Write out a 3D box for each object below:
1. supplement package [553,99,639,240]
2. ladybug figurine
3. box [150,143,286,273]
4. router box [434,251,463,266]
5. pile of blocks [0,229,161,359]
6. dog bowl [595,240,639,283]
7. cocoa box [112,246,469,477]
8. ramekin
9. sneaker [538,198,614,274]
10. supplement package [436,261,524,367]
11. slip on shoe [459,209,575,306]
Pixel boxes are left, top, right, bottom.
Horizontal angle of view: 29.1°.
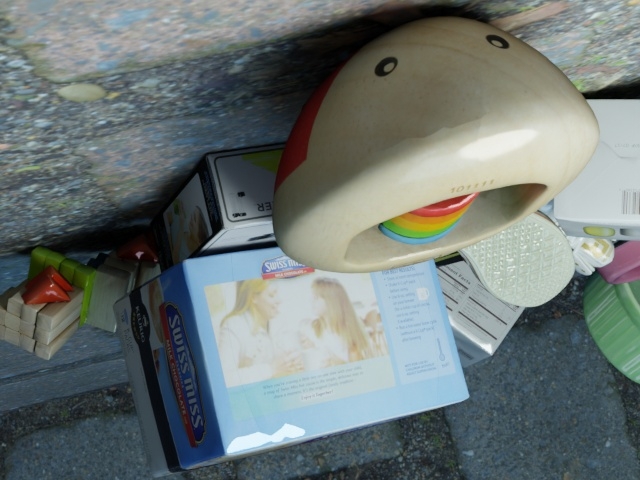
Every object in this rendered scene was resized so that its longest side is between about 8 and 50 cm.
[{"bbox_3d":[0.392,-0.082,1.510,0.194,0.149,0.203,3,175,16],"label":"supplement package"},{"bbox_3d":[0.092,-0.083,1.168,0.305,0.162,0.449,-14,169,-10],"label":"ladybug figurine"},{"bbox_3d":[-0.085,-0.030,1.465,0.169,0.087,0.290,-10,170,-21],"label":"box"},{"bbox_3d":[0.095,0.017,2.009,0.308,0.081,0.243,-15,171,10],"label":"router box"},{"bbox_3d":[-0.276,0.034,1.608,0.362,0.149,0.113,-17,132,-47],"label":"pile of blocks"},{"bbox_3d":[0.596,-0.055,1.986,0.408,0.150,0.408,-19,168,-4],"label":"dog bowl"},{"bbox_3d":[-0.037,0.133,1.509,0.347,0.231,0.228,-8,170,-32],"label":"cocoa box"},{"bbox_3d":[0.621,0.123,2.221,0.303,0.303,0.148,-7,151,-34],"label":"ramekin"},{"bbox_3d":[0.365,-0.032,1.792,0.108,0.169,0.292,-54,173,3],"label":"sneaker"},{"bbox_3d":[0.255,0.115,2.323,0.145,0.204,0.262,-54,177,-11],"label":"supplement package"},{"bbox_3d":[0.202,-0.023,1.532,0.331,0.101,0.123,33,109,-34],"label":"slip on shoe"}]
